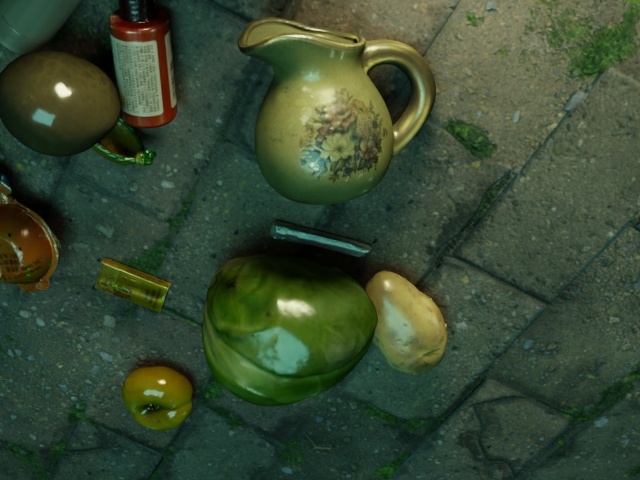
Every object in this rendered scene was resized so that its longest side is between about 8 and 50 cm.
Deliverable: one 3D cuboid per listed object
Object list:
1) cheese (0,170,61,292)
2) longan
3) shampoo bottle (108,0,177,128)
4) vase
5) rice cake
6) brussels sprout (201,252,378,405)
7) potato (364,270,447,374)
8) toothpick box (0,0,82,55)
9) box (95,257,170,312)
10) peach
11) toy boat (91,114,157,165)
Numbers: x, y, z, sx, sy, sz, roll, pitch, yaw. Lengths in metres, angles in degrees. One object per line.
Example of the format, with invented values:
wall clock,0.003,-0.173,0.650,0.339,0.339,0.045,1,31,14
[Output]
cheese,-0.657,-0.035,1.960,0.217,0.129,0.329,-10,114,24
longan,-0.459,-0.237,1.641,0.213,0.198,0.198,17,132,-24
shampoo bottle,-0.312,-0.339,1.646,0.104,0.104,0.278,8,129,7
vase,0.040,-0.236,1.601,0.330,0.241,0.302,-13,115,-12
rice cake,0.000,0.000,1.894,0.208,0.033,0.033,14,120,0
brussels sprout,-0.085,0.164,1.851,0.371,0.315,0.275,14,128,38
potato,0.167,0.170,1.943,0.235,0.128,0.161,40,110,-14
toothpick box,-0.483,-0.414,1.621,0.111,0.111,0.181,40,125,-19
box,-0.415,0.100,2.076,0.156,0.022,0.089,23,129,-6
peach,-0.386,0.375,2.240,0.179,0.103,0.179,4,129,6
toy boat,-0.405,-0.220,1.771,0.229,0.089,0.088,46,140,-9
